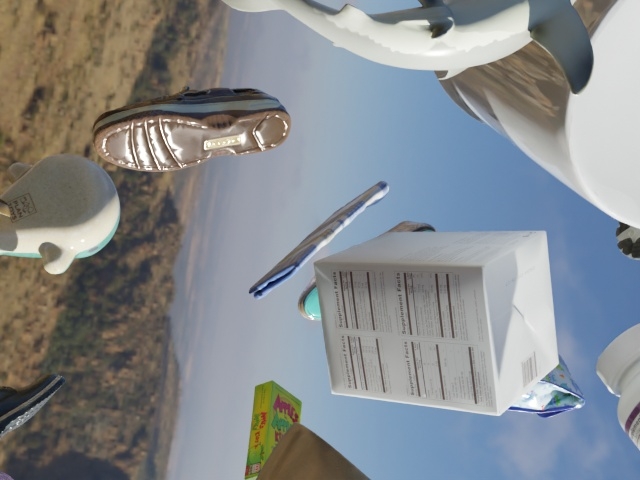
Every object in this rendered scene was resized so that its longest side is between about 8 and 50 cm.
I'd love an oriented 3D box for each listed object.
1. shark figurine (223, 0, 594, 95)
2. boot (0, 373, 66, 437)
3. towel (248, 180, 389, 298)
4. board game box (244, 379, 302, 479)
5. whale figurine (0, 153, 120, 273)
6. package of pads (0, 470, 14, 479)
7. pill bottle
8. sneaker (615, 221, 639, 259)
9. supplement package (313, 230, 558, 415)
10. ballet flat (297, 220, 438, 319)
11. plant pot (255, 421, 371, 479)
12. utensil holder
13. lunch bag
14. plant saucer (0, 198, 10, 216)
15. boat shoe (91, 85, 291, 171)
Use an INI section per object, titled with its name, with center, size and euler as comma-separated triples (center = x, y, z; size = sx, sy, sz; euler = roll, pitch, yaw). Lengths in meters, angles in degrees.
[shark figurine]
center = 0.073, -0.149, 0.610
size = 0.116, 0.278, 0.166
euler = 116, -36, -74
[boot]
center = -0.491, 0.220, 1.290
size = 0.077, 0.137, 0.198
euler = -46, 175, 38
[towel]
center = 0.000, 0.000, 1.652
size = 0.285, 0.034, 0.209
euler = -43, -175, -34
[board game box]
center = -0.081, 0.352, 1.547
size = 0.043, 0.092, 0.181
euler = -23, -136, 29
[whale figurine]
center = -0.465, -0.028, 1.438
size = 0.216, 0.271, 0.141
euler = 60, -15, 19
[package of pads]
center = -0.375, 0.281, 0.995
size = 0.032, 0.050, 0.083
euler = -55, 156, -16
[pill bottle]
center = 0.523, 0.258, 1.203
size = 0.302, 0.169, 0.169
euler = -121, -148, -40
[sneaker]
center = 0.550, -0.038, 1.196
size = 0.279, 0.118, 0.107
euler = -21, -118, 39
[supplement package]
center = 0.162, 0.102, 1.209
size = 0.199, 0.262, 0.198
euler = -20, 106, -51
[ballet flat]
center = 0.082, 0.053, 1.678
size = 0.106, 0.315, 0.108
euler = 38, -31, 56
[plant pot]
center = 0.011, 0.354, 0.892
size = 0.191, 0.284, 0.284
euler = -45, 175, -14
[utensil holder]
center = 0.336, -0.222, 1.003
size = 0.385, 0.327, 0.328
euler = -117, -146, -60
[lunch bag]
center = 0.399, 0.252, 1.608
size = 0.129, 0.151, 0.096
euler = -102, -157, -55
[plant saucer]
center = -0.505, -0.063, 1.320
size = 0.015, 0.083, 0.083
euler = -60, -177, -3
[boat shoe]
center = -0.172, -0.153, 1.128
size = 0.095, 0.257, 0.095
euler = 59, -36, 41
